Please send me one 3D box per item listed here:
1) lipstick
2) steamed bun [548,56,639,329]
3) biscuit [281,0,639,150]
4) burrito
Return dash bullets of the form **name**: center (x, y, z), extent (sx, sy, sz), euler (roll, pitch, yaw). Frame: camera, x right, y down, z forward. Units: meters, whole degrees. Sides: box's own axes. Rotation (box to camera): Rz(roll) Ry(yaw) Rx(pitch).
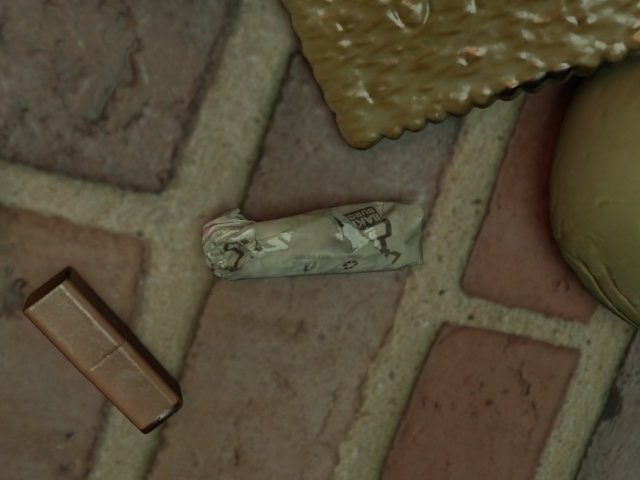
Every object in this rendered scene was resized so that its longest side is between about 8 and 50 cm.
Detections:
- **lipstick**: center (-0.174, 0.091, 0.582), extent (0.045, 0.045, 0.145), euler (-37, 112, -2)
- **steamed bun**: center (0.375, -0.059, 0.604), extent (0.312, 0.233, 0.333), euler (24, 95, -21)
- **biscuit**: center (0.130, -0.204, 0.520), extent (0.325, 0.044, 0.217), euler (-17, 114, 19)
- **burrito**: center (0.001, -0.001, 0.603), extent (0.203, 0.064, 0.064), euler (-3, 105, -17)
